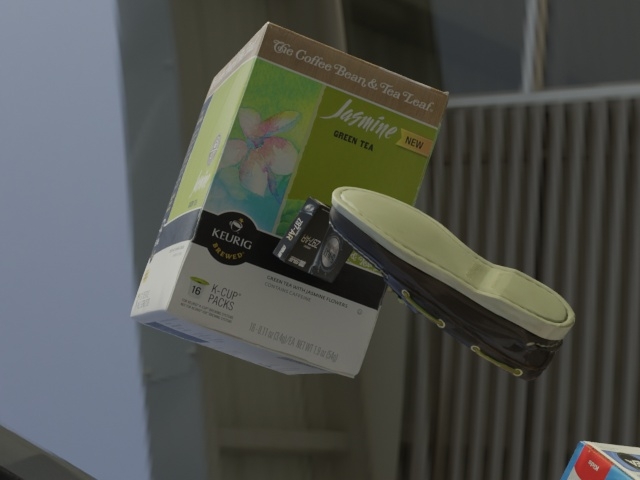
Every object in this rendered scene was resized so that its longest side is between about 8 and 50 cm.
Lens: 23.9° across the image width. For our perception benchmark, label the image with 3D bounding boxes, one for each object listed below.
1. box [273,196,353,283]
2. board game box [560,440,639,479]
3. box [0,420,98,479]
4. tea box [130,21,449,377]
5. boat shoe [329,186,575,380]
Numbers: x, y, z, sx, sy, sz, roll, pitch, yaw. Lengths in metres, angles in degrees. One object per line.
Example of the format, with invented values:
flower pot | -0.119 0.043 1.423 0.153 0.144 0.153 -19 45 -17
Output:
box | 0.000 0.000 1.473 0.083 0.018 0.067 27 -82 -51
board game box | 0.391 0.291 1.259 0.308 0.302 0.086 13 -73 -42
box | -0.262 0.264 0.927 0.343 0.179 0.312 34 -94 -10
tea box | -0.046 -0.031 1.687 0.220 0.329 0.324 19 -98 -11
boat shoe | 0.097 0.035 1.257 0.081 0.227 0.069 -36 -26 -56
